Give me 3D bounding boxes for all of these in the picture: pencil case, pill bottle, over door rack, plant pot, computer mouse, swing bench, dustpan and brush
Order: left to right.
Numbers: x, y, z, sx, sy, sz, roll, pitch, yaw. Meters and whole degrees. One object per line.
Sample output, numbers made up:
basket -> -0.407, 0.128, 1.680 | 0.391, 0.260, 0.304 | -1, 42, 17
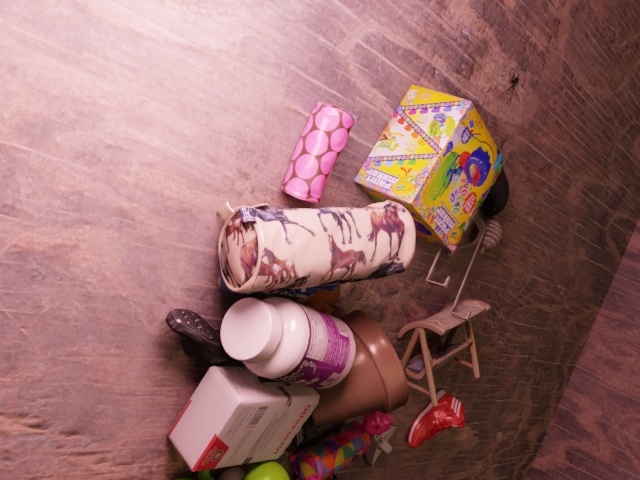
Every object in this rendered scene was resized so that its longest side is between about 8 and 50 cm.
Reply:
pill bottle -> -0.067, 0.211, 1.570 | 0.302, 0.169, 0.169 | 27, 88, -53
pencil case -> -0.002, -0.178, 1.565 | 0.098, 0.095, 0.209 | 22, 95, -53
pencil case -> 0.000, 0.000, 1.513 | 0.411, 0.160, 0.183 | -3, 74, -34
pencil case -> 0.031, 0.567, 2.018 | 0.236, 0.104, 0.104 | -13, 119, -47
plant pot -> 0.047, 0.328, 1.815 | 0.229, 0.263, 0.263 | -24, 130, -17
dustpan and brush -> 0.178, 0.602, 2.246 | 0.147, 0.060, 0.211 | -54, 142, -14
swing bench -> 0.355, 0.308, 2.217 | 0.253, 0.165, 0.254 | -16, 117, -44
over door rack -> 0.361, 0.025, 2.080 | 0.239, 0.108, 0.324 | 47, 52, -51
computer mouse -> 0.494, -0.161, 2.157 | 0.272, 0.072, 0.188 | 56, 46, -52

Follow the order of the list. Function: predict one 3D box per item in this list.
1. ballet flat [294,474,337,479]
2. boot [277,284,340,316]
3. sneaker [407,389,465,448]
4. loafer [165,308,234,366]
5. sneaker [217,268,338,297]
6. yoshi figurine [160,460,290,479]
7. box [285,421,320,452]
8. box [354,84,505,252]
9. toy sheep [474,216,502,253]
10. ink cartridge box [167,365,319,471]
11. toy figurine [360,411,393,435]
ballet flat -> -0.015, 0.653, 2.044 | 0.221, 0.077, 0.079 | 34, 64, -58
boot -> -0.025, 0.158, 1.745 | 0.197, 0.073, 0.152 | -20, 129, -40
sneaker -> 0.385, 0.597, 2.438 | 0.221, 0.128, 0.087 | -54, 141, -17
loafer -> -0.243, 0.202, 1.496 | 0.078, 0.076, 0.223 | -38, 145, 4
sneaker -> -0.075, 0.067, 1.582 | 0.297, 0.131, 0.111 | -10, 119, -46
yoshi figurine -> -0.203, 0.563, 1.661 | 0.362, 0.203, 0.203 | 0, 103, -54
box -> -0.037, 0.455, 1.930 | 0.162, 0.029, 0.116 | -32, 132, -34
box -> 0.274, -0.170, 1.831 | 0.279, 0.177, 0.290 | -59, 143, -6
toy sheep -> 0.507, -0.016, 2.276 | 0.091, 0.091, 0.132 | 49, 53, -51
ink cartridge box -> -0.160, 0.380, 1.630 | 0.273, 0.114, 0.197 | 13, 115, -52
toy figurine -> 0.131, 0.456, 2.025 | 0.173, 0.159, 0.130 | -27, 129, -40
